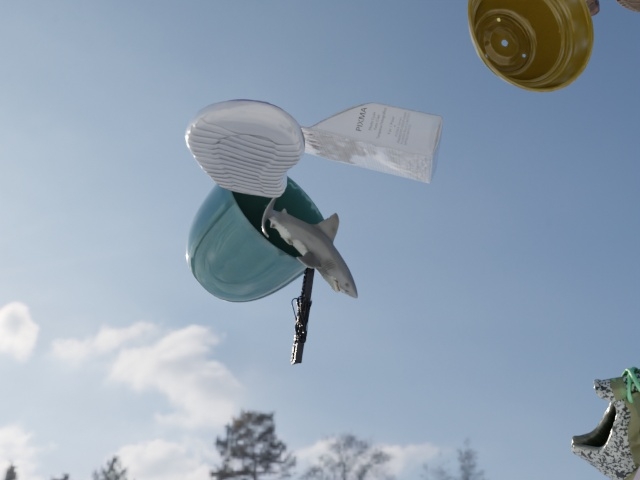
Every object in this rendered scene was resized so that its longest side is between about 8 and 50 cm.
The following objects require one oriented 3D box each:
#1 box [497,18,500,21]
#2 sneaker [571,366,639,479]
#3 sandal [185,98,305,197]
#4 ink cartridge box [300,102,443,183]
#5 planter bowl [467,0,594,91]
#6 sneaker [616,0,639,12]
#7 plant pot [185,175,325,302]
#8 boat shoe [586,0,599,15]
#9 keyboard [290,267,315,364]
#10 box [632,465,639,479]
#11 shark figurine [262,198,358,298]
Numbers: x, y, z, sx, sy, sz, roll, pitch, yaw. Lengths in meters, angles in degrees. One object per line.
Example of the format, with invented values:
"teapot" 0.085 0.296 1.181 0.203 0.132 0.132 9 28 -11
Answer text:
"box" 0.368 -0.490 1.512 0.058 0.087 0.232 26 -7 -4
"sneaker" 0.575 0.271 1.391 0.182 0.158 0.410 25 -69 3
"sandal" -0.114 -0.158 1.222 0.169 0.102 0.416 10 -11 -6
"ink cartridge box" 0.067 -0.232 1.736 0.385 0.091 0.308 15 -4 8
"planter bowl" 0.304 -0.320 1.240 0.217 0.217 0.090 10 -11 -16
"sneaker" 0.450 -0.445 1.125 0.099 0.153 0.282 1 -15 36
"plant pot" -0.162 0.000 1.790 0.293 0.293 0.235 27 -56 -36
"boat shoe" 0.398 -0.400 1.370 0.060 0.064 0.178 39 -11 -31
"keyboard" -0.044 0.140 1.540 0.038 0.192 0.100 10 -15 -10
"box" 0.350 0.299 0.663 0.203 0.168 0.167 21 -65 15
"shark figurine" -0.020 -0.021 1.544 0.116 0.166 0.278 -44 -58 4
